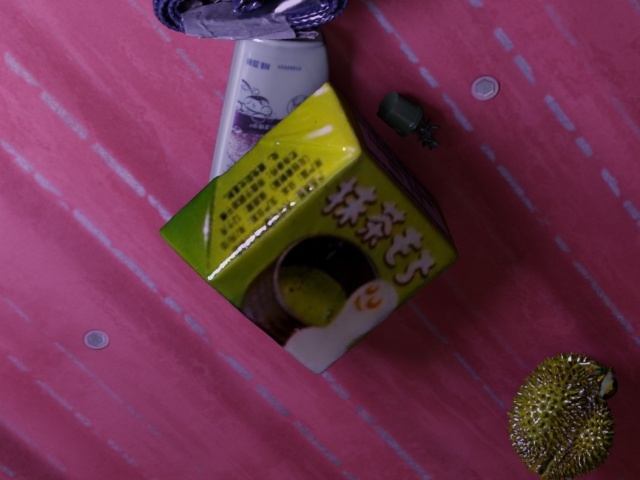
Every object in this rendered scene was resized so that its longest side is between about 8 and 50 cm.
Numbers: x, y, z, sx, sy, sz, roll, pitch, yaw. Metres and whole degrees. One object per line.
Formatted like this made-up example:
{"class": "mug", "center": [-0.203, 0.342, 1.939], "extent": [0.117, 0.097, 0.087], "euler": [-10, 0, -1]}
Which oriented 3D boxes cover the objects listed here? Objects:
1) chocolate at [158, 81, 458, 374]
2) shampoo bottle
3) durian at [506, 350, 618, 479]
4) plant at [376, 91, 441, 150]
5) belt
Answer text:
{"class": "chocolate", "center": [0.000, 0.000, 1.849], "extent": [0.288, 0.137, 0.301], "euler": [-41, 134, 6]}
{"class": "shampoo bottle", "center": [-0.069, -0.114, 1.868], "extent": [0.134, 0.078, 0.359], "euler": [3, 125, -16]}
{"class": "durian", "center": [0.350, 0.255, 2.119], "extent": [0.159, 0.146, 0.198], "euler": [-4, 110, -1]}
{"class": "plant", "center": [0.123, -0.150, 1.871], "extent": [0.102, 0.051, 0.051], "euler": [32, 117, -28]}
{"class": "belt", "center": [-0.084, -0.319, 1.696], "extent": [0.230, 0.126, 0.140], "euler": [-4, 152, -1]}
